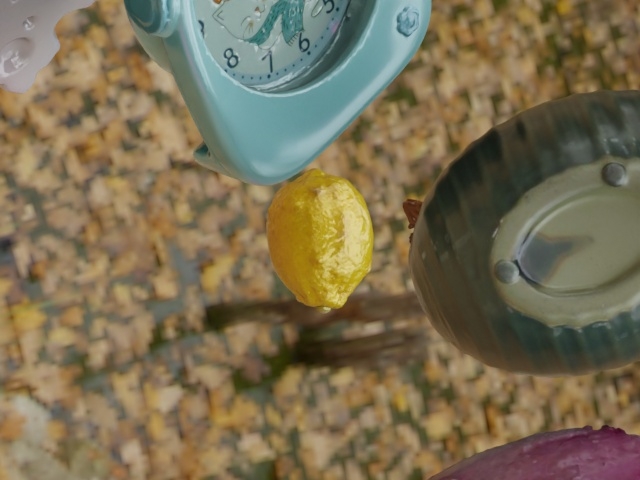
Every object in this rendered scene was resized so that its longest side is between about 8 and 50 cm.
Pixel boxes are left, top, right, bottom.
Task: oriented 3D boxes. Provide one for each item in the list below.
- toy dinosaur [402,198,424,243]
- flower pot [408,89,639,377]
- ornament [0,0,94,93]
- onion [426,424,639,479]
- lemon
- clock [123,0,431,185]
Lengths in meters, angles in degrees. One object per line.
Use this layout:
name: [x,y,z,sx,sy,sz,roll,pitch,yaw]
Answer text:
toy dinosaur: [0.134,0.005,1.847,0.154,0.049,0.055,43,23,27]
flower pot: [0.180,-0.004,1.274,0.157,0.243,0.189,-31,97,-84]
ornament: [-0.300,-0.288,1.427,0.239,0.240,0.240,45,16,21]
onion: [0.187,0.240,1.161,0.267,0.348,0.159,51,8,-30]
lemon: [0.000,0.000,1.975,0.114,0.114,0.155,-7,90,-56]
clock: [-0.045,-0.198,1.355,0.223,0.094,0.274,-45,127,-22]
